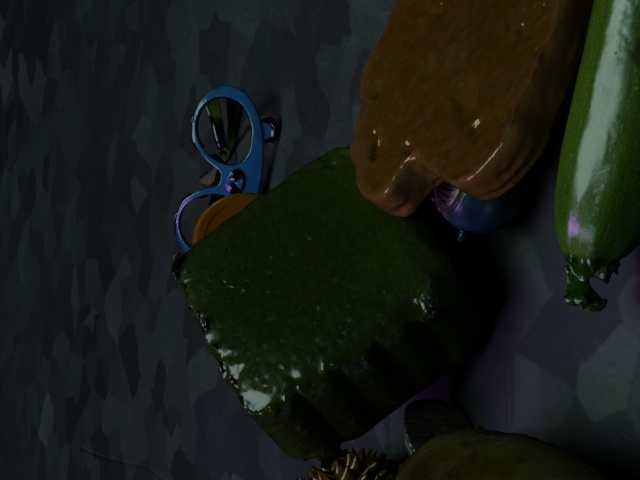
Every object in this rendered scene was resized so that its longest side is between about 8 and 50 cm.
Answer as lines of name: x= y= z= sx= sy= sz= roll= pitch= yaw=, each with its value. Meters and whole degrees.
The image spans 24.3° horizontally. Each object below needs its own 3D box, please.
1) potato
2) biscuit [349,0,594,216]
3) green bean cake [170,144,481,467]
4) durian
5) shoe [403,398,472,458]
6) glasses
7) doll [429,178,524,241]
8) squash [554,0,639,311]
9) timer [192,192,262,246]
potato: x=0.161 y=0.261 z=1.248 sx=0.307 sy=0.173 sz=0.210 roll=-11 pitch=75 yaw=61
biscuit: x=0.140 y=-0.170 z=1.375 sx=0.312 sy=0.057 sz=0.351 roll=-33 pitch=39 yaw=47
green bean cake: x=0.009 y=0.062 z=1.497 sx=0.250 sy=0.156 sz=0.247 roll=-35 pitch=53 yaw=2
durian: x=0.006 y=0.316 z=1.574 sx=0.138 sy=0.183 sz=0.250 roll=42 pitch=130 yaw=6
shoe: x=0.114 y=0.242 z=1.469 sx=0.099 sy=0.071 sz=0.169 roll=105 pitch=159 yaw=-48
glasses: x=-0.152 y=-0.101 z=2.009 sx=0.207 sy=0.102 sz=0.239 roll=34 pitch=117 yaw=60
doll: x=0.158 y=-0.069 z=1.403 sx=0.114 sy=0.085 sz=0.152 roll=-97 pitch=27 yaw=-77
squash: x=0.254 y=-0.125 z=1.197 sx=0.101 sy=0.101 sz=0.379 roll=28 pitch=107 yaw=62
timer: x=-0.094 y=0.029 z=1.887 sx=0.152 sy=0.132 sz=0.132 roll=96 pitch=167 yaw=-66
